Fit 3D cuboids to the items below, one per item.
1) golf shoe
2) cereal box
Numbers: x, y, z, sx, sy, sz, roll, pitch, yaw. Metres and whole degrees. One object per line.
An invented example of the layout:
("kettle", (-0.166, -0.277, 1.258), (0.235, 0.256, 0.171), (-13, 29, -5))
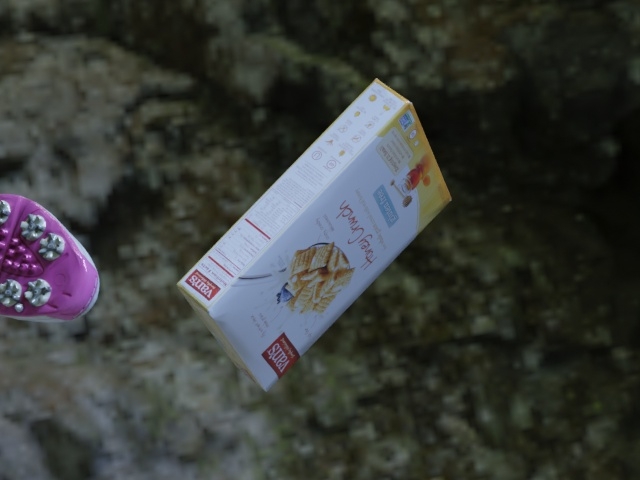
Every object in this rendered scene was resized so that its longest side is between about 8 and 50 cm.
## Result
("golf shoe", (-0.307, 0.018, 1.851), (0.306, 0.140, 0.115), (20, -98, 40))
("cereal box", (0.000, 0.000, 1.566), (0.047, 0.240, 0.173), (38, -11, 29))
